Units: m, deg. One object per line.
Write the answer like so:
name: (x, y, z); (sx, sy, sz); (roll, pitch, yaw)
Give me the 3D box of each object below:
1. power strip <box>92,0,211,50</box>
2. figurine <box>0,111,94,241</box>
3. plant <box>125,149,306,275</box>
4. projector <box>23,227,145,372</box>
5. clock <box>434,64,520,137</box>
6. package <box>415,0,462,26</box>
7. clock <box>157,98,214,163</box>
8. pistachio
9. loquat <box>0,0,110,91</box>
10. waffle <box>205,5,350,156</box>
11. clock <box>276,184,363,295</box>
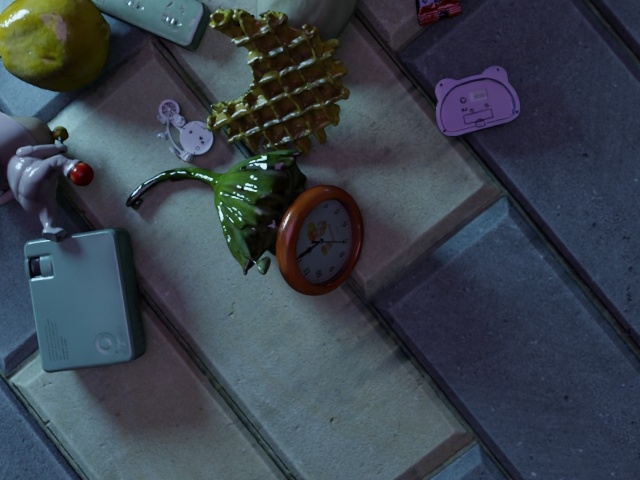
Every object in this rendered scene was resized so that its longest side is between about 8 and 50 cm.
power strip: (-0.355, -0.459, 1.527); (0.288, 0.053, 0.093); (23, 95, 4)
figurine: (-0.551, -0.139, 1.507); (0.287, 0.176, 0.186); (34, 52, 21)
plant: (-0.186, -0.103, 1.471); (0.333, 0.180, 0.251); (28, 84, 8)
projector: (-0.451, 0.112, 1.535); (0.192, 0.099, 0.257); (-9, 92, 5)
clock: (0.283, -0.254, 1.469); (0.152, 0.050, 0.110); (-14, 91, 6)
package: (0.196, -0.506, 1.483); (0.083, 0.022, 0.200); (-17, 91, 7)
clock: (-0.267, -0.211, 1.532); (0.129, 0.041, 0.087); (45, 92, -2)
pistachio: (-0.029, -0.470, 1.426); (0.226, 0.208, 0.332); (30, 115, 47)
loquat: (-0.499, -0.374, 1.483); (0.234, 0.176, 0.187); (-11, 91, 18)
waffle: (-0.076, -0.280, 1.428); (0.259, 0.069, 0.293); (13, 136, -1)
clock: (0.000, 0.000, 1.449); (0.051, 0.205, 0.205); (15, 94, 45)
